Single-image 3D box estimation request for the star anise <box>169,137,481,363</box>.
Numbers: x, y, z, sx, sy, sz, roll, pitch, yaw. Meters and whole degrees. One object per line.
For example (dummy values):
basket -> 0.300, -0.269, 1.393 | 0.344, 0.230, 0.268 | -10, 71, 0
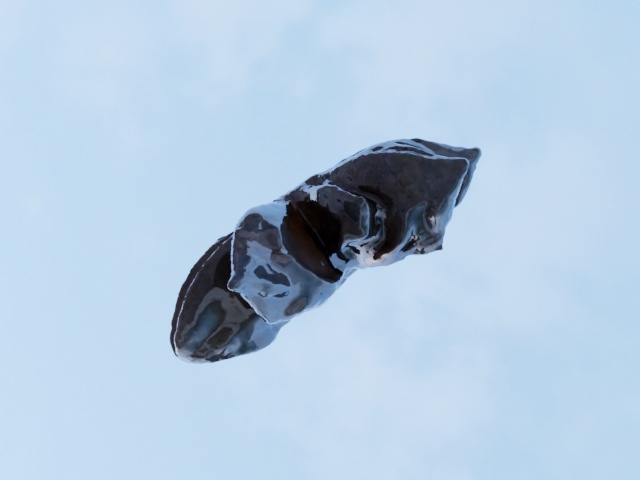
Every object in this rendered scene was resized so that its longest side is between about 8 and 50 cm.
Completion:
star anise -> 0.004, -0.001, 0.999 | 0.315, 0.315, 0.108 | -27, -85, 10
